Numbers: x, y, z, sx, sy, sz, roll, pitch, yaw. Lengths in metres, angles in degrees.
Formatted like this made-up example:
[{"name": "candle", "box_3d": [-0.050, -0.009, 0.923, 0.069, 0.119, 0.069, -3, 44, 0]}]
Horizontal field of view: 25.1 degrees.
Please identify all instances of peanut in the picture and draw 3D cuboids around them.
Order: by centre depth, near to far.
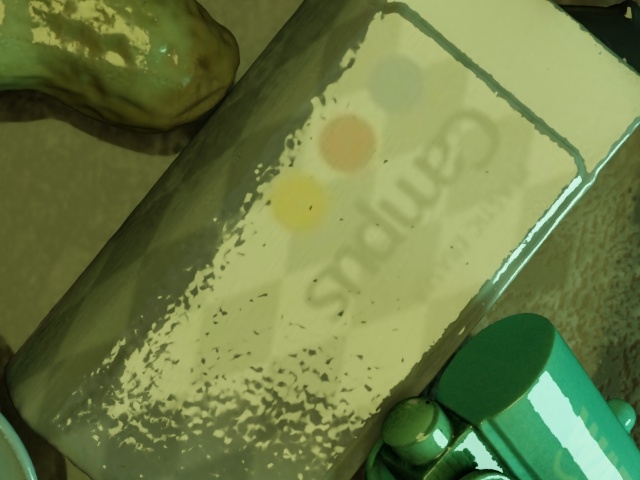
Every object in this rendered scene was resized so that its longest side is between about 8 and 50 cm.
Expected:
[{"name": "peanut", "box_3d": [-0.178, -0.136, 0.892, 0.257, 0.123, 0.123, 22, 84, -4]}]

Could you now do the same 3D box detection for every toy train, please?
[{"name": "toy train", "box_3d": [0.135, 0.156, 0.873, 0.159, 0.101, 0.248, -44, 124, -11]}]

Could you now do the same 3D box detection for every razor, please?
[{"name": "razor", "box_3d": [0.147, -0.113, 0.949, 0.148, 0.054, 0.090, -4, 90, -5]}]

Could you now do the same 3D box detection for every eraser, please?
[{"name": "eraser", "box_3d": [0.000, 0.000, 0.885, 0.213, 0.082, 0.397, 40, 92, 0]}]

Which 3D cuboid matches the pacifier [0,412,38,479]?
[{"name": "pacifier", "box_3d": [-0.299, 0.149, 0.802, 0.287, 0.226, 0.238, 22, 106, -7]}]
